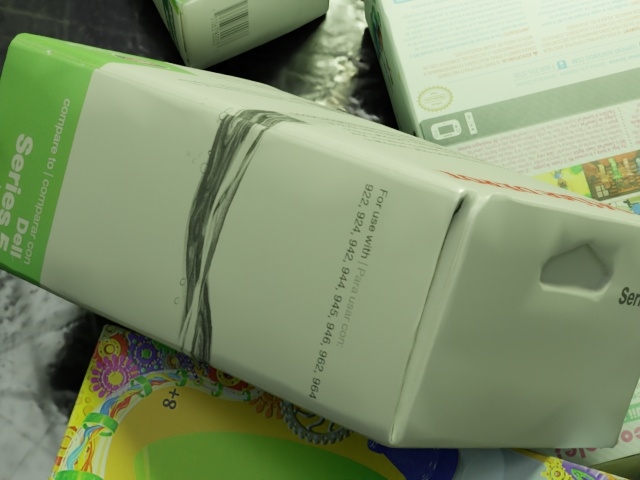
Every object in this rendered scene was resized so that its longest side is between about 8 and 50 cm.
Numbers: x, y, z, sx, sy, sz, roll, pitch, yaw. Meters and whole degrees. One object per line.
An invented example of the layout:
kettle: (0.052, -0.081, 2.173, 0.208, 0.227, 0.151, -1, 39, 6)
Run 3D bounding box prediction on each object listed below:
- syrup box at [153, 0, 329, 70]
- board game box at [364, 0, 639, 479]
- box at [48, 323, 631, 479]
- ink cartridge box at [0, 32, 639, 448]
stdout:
syrup box: (-0.084, -0.228, 1.094, 0.096, 0.093, 0.237, -25, 74, -9)
board game box: (0.168, -0.029, 1.032, 0.224, 0.097, 0.303, -14, 71, -5)
box: (-0.011, 0.232, 0.897, 0.279, 0.177, 0.290, 16, 71, 5)
ink cartridge box: (0.000, 0.000, 0.898, 0.273, 0.198, 0.115, 22, 99, 37)
